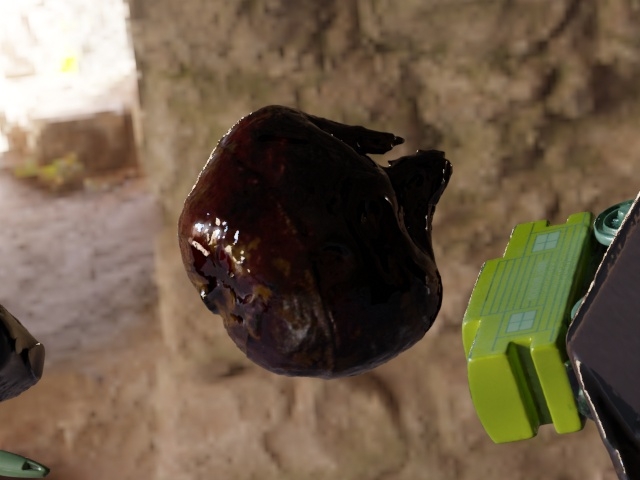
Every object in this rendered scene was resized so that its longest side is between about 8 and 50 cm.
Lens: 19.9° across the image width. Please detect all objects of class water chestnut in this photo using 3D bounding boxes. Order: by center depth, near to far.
[{"bbox_3d":[0.000,0.000,1.867,0.289,0.244,0.289,26,34,-19],"label":"water chestnut"}]

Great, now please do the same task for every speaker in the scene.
[{"bbox_3d":[0.341,0.061,1.482,0.180,0.184,0.388,-7,-34,-17],"label":"speaker"}]

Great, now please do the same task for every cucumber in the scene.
[{"bbox_3d":[-0.331,0.108,1.820,0.086,0.115,0.193,4,-14,11],"label":"cucumber"}]

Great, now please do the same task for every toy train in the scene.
[{"bbox_3d":[0.328,0.100,2.353,0.272,0.179,0.442,-11,24,21],"label":"toy train"}]

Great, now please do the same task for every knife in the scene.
[{"bbox_3d":[-0.333,0.182,1.609,0.207,0.030,0.014,9,-1,15],"label":"knife"}]
